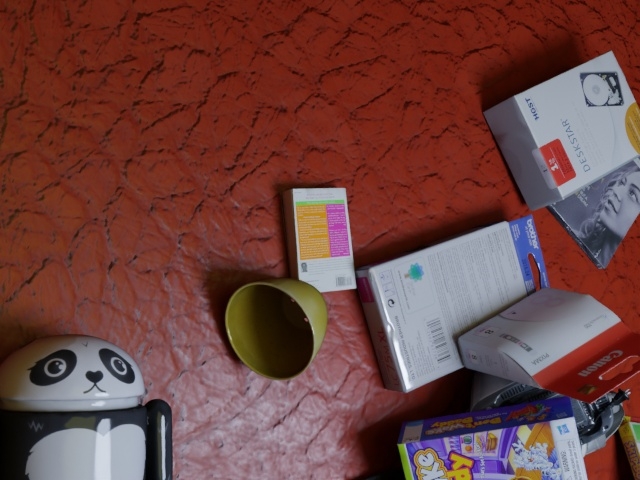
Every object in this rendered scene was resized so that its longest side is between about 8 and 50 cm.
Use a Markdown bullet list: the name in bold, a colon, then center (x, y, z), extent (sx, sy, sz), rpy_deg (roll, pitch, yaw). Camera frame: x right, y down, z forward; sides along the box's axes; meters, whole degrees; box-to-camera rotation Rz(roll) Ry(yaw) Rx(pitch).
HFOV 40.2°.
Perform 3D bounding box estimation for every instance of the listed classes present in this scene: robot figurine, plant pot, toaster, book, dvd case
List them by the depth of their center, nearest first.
- **robot figurine**: center (-0.276, 0.243, 0.958), extent (0.173, 0.209, 0.278), rpy_deg (-1, 84, 11)
- **plant pot**: center (-0.044, 0.101, 1.142), extent (0.095, 0.134, 0.134), rpy_deg (-33, 101, -56)
- **book**: center (0.000, 0.000, 1.221), extent (0.096, 0.035, 0.144), rpy_deg (-4, 86, -32)
- **toaster**: center (0.320, 0.226, 1.269), extent (0.227, 0.146, 0.129), rpy_deg (-27, 103, 11)
- **dvd case**: center (0.488, -0.086, 1.505), extent (0.164, 0.018, 0.221), rpy_deg (46, 65, -16)

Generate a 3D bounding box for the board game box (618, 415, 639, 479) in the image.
- **board game box**: center (0.568, 0.404, 1.420), extent (0.124, 0.039, 0.260), rpy_deg (13, 47, -27)

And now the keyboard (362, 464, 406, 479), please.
- **keyboard**: center (0.130, 0.371, 1.253), extent (0.180, 0.023, 0.108), rpy_deg (-12, 93, -28)

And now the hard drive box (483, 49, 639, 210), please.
- **hard drive box**: center (0.406, -0.179, 1.419), extent (0.232, 0.089, 0.181), rpy_deg (-28, 92, -26)

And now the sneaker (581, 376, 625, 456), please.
- **sneaker**: center (0.432, 0.232, 1.409), extent (0.132, 0.086, 0.229), rpy_deg (-2, 95, -34)

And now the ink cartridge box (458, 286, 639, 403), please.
- **ink cartridge box**: center (0.336, 0.136, 1.206), extent (0.189, 0.232, 0.066), rpy_deg (-24, 103, -28)

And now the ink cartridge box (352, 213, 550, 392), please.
- **ink cartridge box**: center (0.209, 0.086, 1.308), extent (0.311, 0.065, 0.186), rpy_deg (-18, 94, -26)

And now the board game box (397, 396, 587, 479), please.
- **board game box**: center (0.259, 0.404, 1.189), extent (0.233, 0.078, 0.347), rpy_deg (-12, 99, 14)
